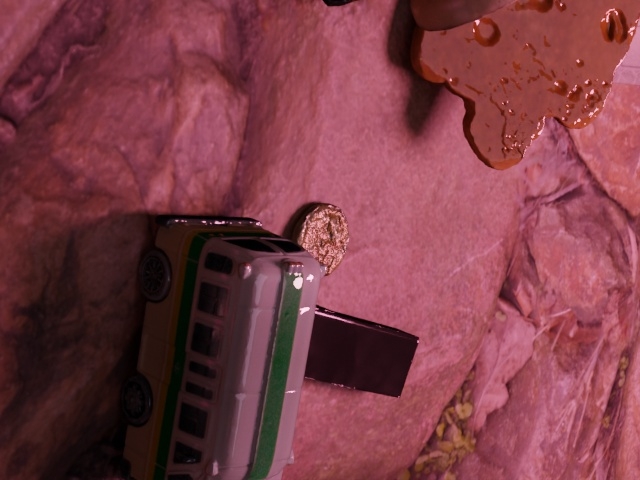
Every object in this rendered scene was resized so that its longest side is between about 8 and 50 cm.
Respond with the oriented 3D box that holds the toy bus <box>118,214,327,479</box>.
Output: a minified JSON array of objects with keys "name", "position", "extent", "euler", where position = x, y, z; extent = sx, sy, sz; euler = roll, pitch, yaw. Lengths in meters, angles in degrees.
[{"name":"toy bus","position":[-0.096,0.123,1.358],"extent":[0.133,0.164,0.276],"euler":[0,102,-43]}]

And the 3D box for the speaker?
[{"name":"speaker","position":[0.021,0.121,1.557],"extent":[0.218,0.044,0.082],"euler":[17,91,-46]}]

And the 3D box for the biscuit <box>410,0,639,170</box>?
[{"name":"biscuit","position":[0.240,-0.266,1.577],"extent":[0.269,0.051,0.376],"euler":[13,93,-18]}]

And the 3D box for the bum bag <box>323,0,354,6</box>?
[{"name":"bum bag","position":[0.000,-0.338,1.374],"extent":[0.107,0.060,0.232],"euler":[-53,133,-26]}]

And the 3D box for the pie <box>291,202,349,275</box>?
[{"name":"pie","position":[0.001,-0.001,1.515],"extent":[0.084,0.021,0.084],"euler":[-11,107,-40]}]

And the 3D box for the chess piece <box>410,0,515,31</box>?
[{"name":"chess piece","position":[0.113,-0.380,1.391],"extent":[0.167,0.167,0.300],"euler":[-42,117,-27]}]

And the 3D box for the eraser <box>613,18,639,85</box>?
[{"name":"eraser","position":[0.432,-0.250,1.799],"extent":[0.404,0.098,0.096],"euler":[-1,105,-43]}]
